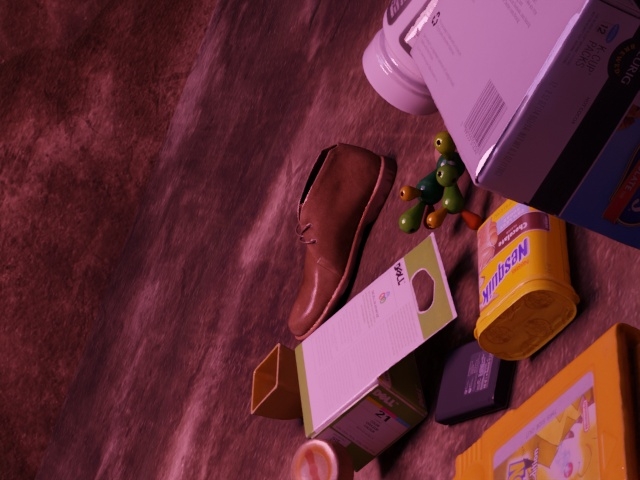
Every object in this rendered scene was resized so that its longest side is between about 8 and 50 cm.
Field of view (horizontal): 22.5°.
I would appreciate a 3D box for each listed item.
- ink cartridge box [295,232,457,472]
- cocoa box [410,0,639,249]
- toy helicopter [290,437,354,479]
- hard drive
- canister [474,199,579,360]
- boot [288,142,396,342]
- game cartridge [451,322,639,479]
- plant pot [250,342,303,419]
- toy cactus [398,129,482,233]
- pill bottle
[{"bbox_3d":[0.093,0.143,2.054,0.255,0.097,0.189,-41,29,20],"label":"ink cartridge box"},{"bbox_3d":[0.276,-0.188,1.726,0.231,0.228,0.347,-60,22,22],"label":"cocoa box"},{"bbox_3d":[-0.008,0.419,1.944,0.235,0.140,0.355,4,84,46],"label":"toy helicopter"},{"bbox_3d":[0.183,0.162,1.901,0.135,0.022,0.094,-29,43,59],"label":"hard drive"},{"bbox_3d":[0.231,0.035,1.837,0.126,0.073,0.170,-47,27,38],"label":"canister"},{"bbox_3d":[0.000,0.000,2.399,0.305,0.115,0.112,-69,22,2],"label":"boot"},{"bbox_3d":[0.228,0.278,1.632,0.324,0.052,0.285,-47,29,42],"label":"game cartridge"},{"bbox_3d":[-0.045,0.214,2.335,0.081,0.083,0.081,-49,28,40],"label":"plant pot"},{"bbox_3d":[0.183,-0.103,2.101,0.180,0.112,0.219,-70,5,-73],"label":"toy cactus"},{"bbox_3d":[0.186,-0.310,2.175,0.283,0.161,0.161,-50,27,41],"label":"pill bottle"}]
